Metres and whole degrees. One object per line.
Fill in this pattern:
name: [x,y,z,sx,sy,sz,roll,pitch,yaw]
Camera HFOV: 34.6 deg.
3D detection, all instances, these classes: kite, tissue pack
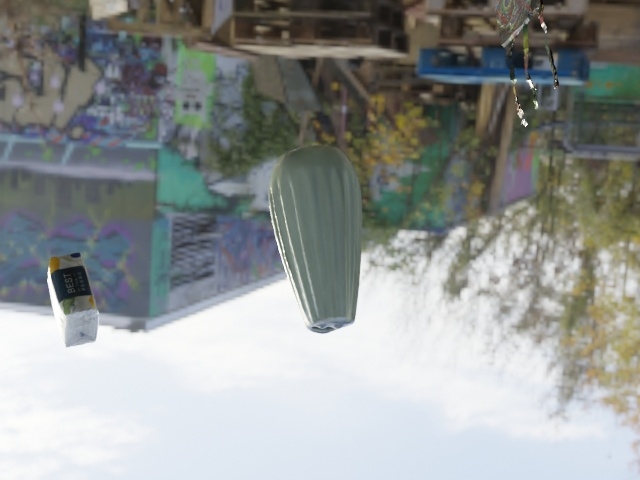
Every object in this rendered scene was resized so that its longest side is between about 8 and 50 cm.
kite: [0.272,-0.282,1.371,0.015,0.286,0.152,8,143,-13]
tissue pack: [-0.265,0.063,1.099,0.042,0.062,0.083,-9,-128,-23]

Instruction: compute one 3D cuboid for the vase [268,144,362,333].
vase: [0.000,0.000,1.385,0.128,0.248,0.128,-6,162,-2]
